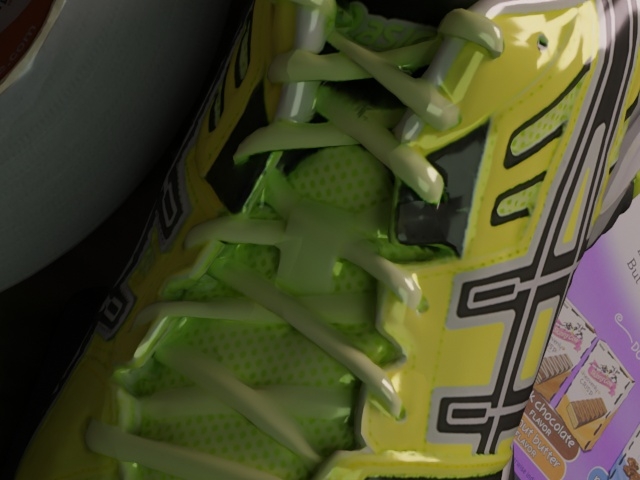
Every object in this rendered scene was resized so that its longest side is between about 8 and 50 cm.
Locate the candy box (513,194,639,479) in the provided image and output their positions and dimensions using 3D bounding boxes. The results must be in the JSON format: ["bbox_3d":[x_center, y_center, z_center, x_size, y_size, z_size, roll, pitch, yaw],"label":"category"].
[{"bbox_3d":[0.114,0.035,0.694,0.165,0.070,0.196,50,63,-25],"label":"candy box"}]

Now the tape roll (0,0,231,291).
[{"bbox_3d":[-0.133,-0.088,0.538,0.219,0.072,0.219,-11,112,-28],"label":"tape roll"}]

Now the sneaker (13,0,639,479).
[{"bbox_3d":[0.000,0.000,0.543,0.147,0.145,0.384,75,33,-54],"label":"sneaker"}]

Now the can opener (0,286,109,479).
[{"bbox_3d":[-0.085,0.160,0.638,0.076,0.095,0.283,17,97,-35],"label":"can opener"}]
